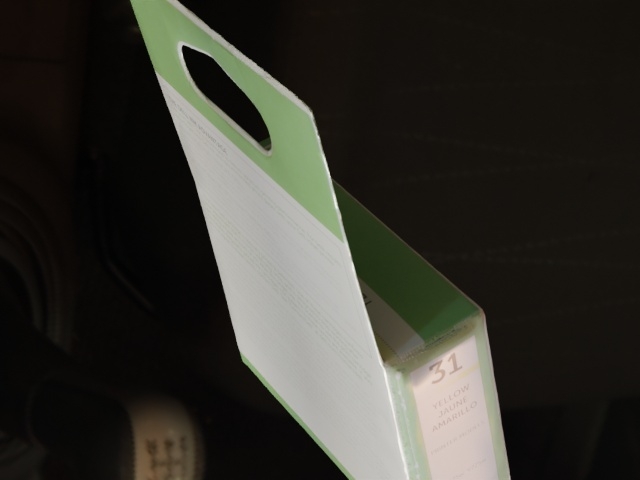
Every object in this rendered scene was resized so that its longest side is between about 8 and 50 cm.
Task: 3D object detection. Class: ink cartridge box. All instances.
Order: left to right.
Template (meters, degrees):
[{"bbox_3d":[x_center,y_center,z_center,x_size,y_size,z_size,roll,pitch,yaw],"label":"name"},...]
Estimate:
[{"bbox_3d":[0.000,0.000,0.588,0.056,0.171,0.235,-26,129,-18],"label":"ink cartridge box"}]
